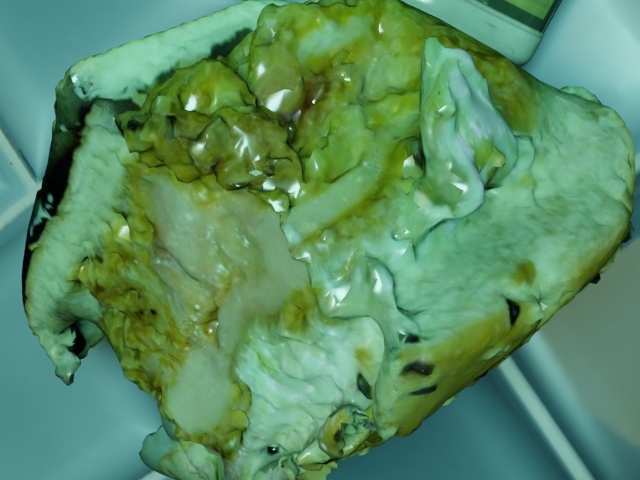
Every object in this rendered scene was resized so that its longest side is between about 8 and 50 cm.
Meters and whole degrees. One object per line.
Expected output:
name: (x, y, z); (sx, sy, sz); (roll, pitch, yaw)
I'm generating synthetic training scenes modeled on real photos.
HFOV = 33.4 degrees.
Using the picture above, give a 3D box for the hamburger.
hamburger: (0.000, 0.000, 0.442); (0.167, 0.192, 0.288); (55, 151, 10)

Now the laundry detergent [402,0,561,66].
laundry detergent: (0.096, -0.191, 0.436); (0.099, 0.070, 0.225); (27, 105, -3)
